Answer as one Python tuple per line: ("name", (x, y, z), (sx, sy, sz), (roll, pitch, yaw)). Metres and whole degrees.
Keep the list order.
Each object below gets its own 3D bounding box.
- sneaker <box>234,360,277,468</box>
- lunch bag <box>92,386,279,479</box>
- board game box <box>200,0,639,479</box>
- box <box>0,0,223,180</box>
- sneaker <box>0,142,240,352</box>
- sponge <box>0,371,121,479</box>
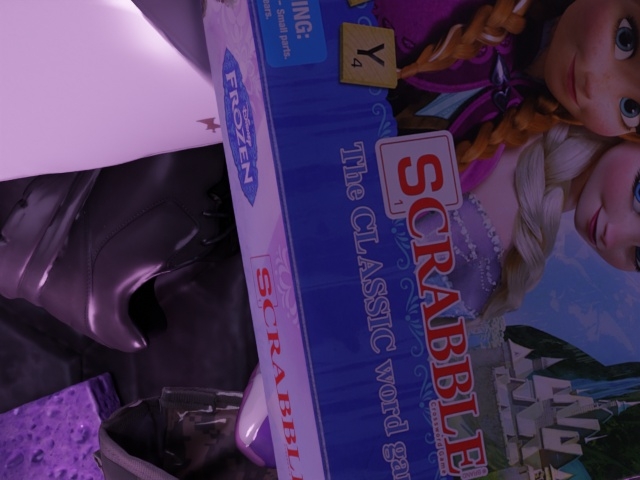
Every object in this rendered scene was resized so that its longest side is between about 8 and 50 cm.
("sneaker", (0.053, 0.035, 0.784), (0.104, 0.095, 0.236), (42, 72, 2))
("lunch bag", (0.003, 0.219, 0.828), (0.287, 0.169, 0.235), (13, 116, 33))
("board game box", (0.113, -0.041, 0.732), (0.066, 0.318, 0.318), (171, 89, -66))
("box", (-0.141, -0.226, 0.808), (0.215, 0.168, 0.345), (-8, 62, 25))
("sneaker", (-0.088, -0.056, 0.924), (0.130, 0.109, 0.286), (34, 113, 8))
("sponge", (-0.156, 0.204, 0.998), (0.117, 0.031, 0.210), (-24, 85, 24))
